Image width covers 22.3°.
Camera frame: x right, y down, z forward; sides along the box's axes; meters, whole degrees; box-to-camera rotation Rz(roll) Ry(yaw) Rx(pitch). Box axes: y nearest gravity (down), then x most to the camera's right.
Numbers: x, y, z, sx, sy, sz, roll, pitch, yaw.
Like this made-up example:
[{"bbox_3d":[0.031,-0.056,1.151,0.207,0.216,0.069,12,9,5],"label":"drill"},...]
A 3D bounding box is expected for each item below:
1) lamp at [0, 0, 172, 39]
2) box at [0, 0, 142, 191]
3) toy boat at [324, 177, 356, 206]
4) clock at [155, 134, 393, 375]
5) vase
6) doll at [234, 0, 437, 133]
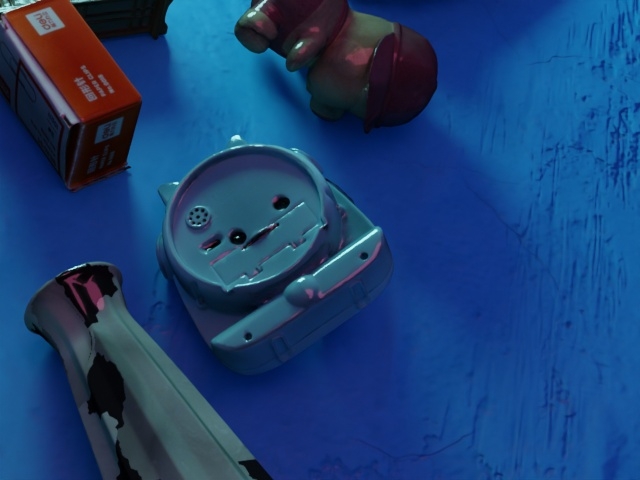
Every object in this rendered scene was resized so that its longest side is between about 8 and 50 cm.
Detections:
[{"bbox_3d":[-0.342,-0.282,1.948,0.325,0.089,0.090,-10,59,-24],"label":"lamp"},{"bbox_3d":[-0.293,-0.168,1.853,0.099,0.133,0.182,-26,68,-28],"label":"box"},{"bbox_3d":[0.000,0.000,1.858,0.077,0.075,0.185,10,57,-22],"label":"toy boat"},{"bbox_3d":[-0.073,-0.004,1.785,0.223,0.094,0.274,-36,61,-8],"label":"clock"},{"bbox_3d":[-0.170,0.190,1.635,0.165,0.165,0.360,-19,59,-27],"label":"vase"},{"bbox_3d":[0.022,-0.227,1.979,0.256,0.152,0.196,31,43,-8],"label":"doll"}]
